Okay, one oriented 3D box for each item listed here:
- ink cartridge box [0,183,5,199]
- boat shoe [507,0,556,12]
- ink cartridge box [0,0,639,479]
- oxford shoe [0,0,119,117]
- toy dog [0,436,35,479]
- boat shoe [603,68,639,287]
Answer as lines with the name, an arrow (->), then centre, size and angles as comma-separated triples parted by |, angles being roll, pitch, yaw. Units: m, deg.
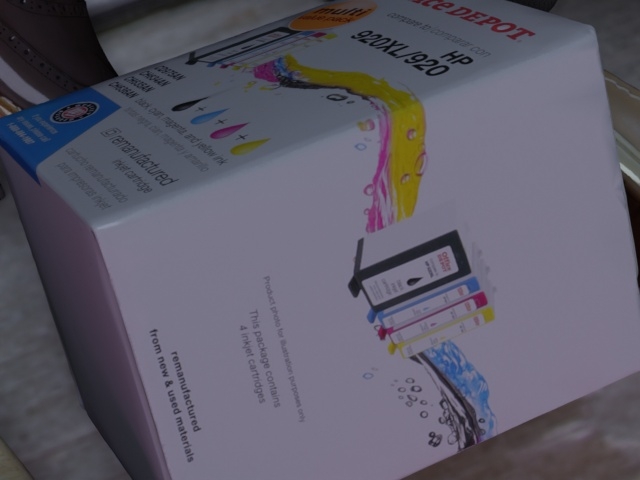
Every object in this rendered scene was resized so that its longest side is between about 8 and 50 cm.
ink cartridge box -> -0.238, -0.059, 0.791 | 0.090, 0.092, 0.143 | -37, 88, -10
boat shoe -> -0.014, -0.214, 0.824 | 0.324, 0.123, 0.116 | 24, 74, -4
ink cartridge box -> 0.000, 0.000, 0.727 | 0.233, 0.171, 0.168 | -22, 116, -18
oxford shoe -> -0.158, -0.135, 0.795 | 0.098, 0.097, 0.271 | -43, 88, 13
toy dog -> -0.154, 0.176, 0.683 | 0.334, 0.161, 0.220 | 18, 65, 25
boat shoe -> 0.209, -0.020, 0.830 | 0.302, 0.109, 0.098 | 36, 75, -6
